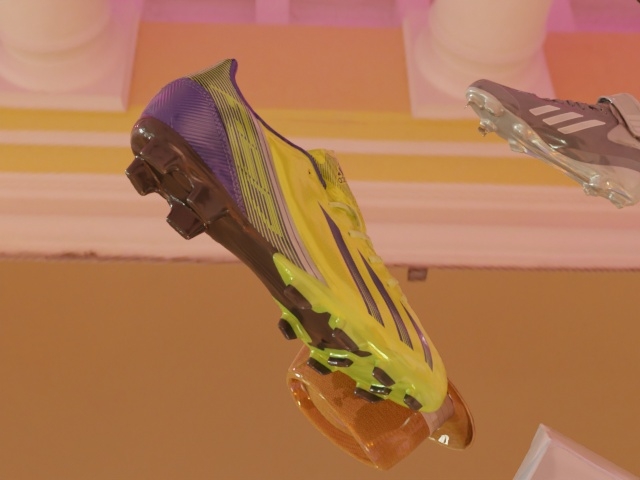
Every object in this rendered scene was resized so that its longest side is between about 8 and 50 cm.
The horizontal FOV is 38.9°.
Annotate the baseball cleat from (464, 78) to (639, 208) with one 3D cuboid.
[{"bbox_3d":[0.248,-0.120,0.912,0.206,0.072,0.109,35,-99,-3],"label":"baseball cleat"}]

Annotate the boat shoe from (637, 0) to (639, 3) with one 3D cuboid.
[{"bbox_3d":[0.187,-0.255,0.548,0.324,0.123,0.119,34,-97,-26],"label":"boat shoe"}]

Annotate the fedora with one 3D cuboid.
[{"bbox_3d":[0.033,0.125,0.738,0.194,0.194,0.079,34,-111,20],"label":"fedora"}]

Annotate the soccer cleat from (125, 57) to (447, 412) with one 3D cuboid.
[{"bbox_3d":[0.000,-0.001,0.613,0.289,0.093,0.121,46,-117,-12],"label":"soccer cleat"}]

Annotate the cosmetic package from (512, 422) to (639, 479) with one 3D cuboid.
[{"bbox_3d":[0.234,0.330,0.538,0.377,0.097,0.284,29,-91,12],"label":"cosmetic package"}]
